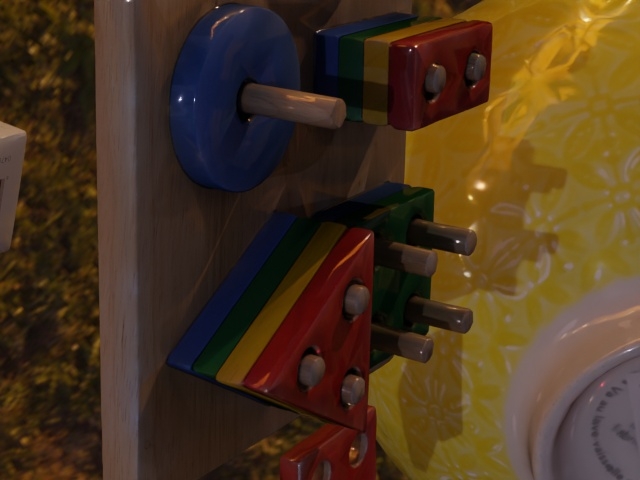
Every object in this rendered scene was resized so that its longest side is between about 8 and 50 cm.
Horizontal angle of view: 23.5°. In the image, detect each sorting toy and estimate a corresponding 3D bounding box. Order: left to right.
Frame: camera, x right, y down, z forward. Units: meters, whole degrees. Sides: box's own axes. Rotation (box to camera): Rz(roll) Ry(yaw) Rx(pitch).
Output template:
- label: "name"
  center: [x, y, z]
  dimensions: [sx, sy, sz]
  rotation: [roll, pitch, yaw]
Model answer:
- label: "sorting toy"
  center: [0.000, 0.000, 0.410]
  dimensions: [0.132, 0.046, 0.274]
  rotation: [-24, 120, -55]

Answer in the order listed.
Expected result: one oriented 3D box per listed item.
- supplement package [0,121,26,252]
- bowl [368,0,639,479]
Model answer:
- label: "supplement package"
  center: [-0.337, -0.058, 1.206]
  dimensions: [0.105, 0.179, 0.105]
  rotation: [-24, 131, -60]
- label: "bowl"
  center: [0.140, 0.043, 0.633]
  dimensions: [0.289, 0.289, 0.156]
  rotation: [32, 26, -14]
